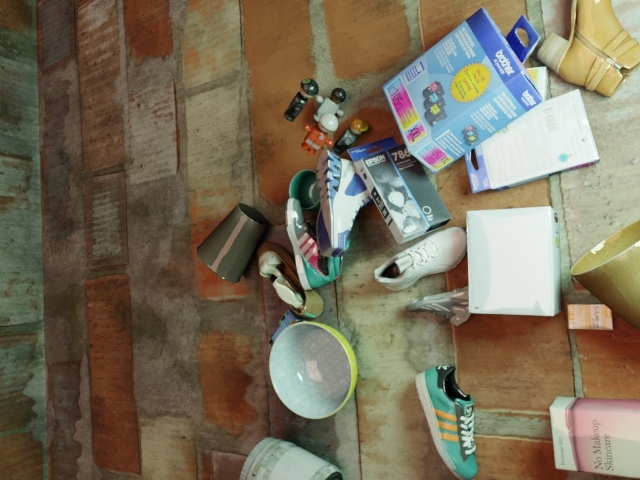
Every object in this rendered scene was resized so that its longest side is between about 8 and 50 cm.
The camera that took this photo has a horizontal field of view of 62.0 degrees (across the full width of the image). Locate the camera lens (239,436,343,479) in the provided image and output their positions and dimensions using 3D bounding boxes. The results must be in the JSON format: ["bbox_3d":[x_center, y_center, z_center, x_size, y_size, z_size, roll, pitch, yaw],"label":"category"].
[{"bbox_3d":[-0.084,0.756,1.638,0.274,0.219,0.219,15,96,32],"label":"camera lens"}]

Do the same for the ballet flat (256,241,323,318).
[{"bbox_3d":[-0.126,0.126,1.751,0.116,0.124,0.342,-49,64,20],"label":"ballet flat"}]

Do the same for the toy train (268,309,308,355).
[{"bbox_3d":[-0.106,0.317,1.761,0.184,0.080,0.105,-54,54,21],"label":"toy train"}]

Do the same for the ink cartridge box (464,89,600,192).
[{"bbox_3d":[0.535,-0.246,1.389,0.311,0.065,0.186,-16,79,28],"label":"ink cartridge box"}]

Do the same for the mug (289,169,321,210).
[{"bbox_3d":[-0.032,-0.158,1.721,0.157,0.097,0.129,-3,87,33],"label":"mug"}]

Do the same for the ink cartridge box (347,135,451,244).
[{"bbox_3d":[0.222,-0.165,1.528,0.333,0.165,0.065,62,162,18],"label":"ink cartridge box"}]

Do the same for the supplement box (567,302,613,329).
[{"bbox_3d":[0.660,0.186,1.304,0.098,0.036,0.062,-5,86,32],"label":"supplement box"}]

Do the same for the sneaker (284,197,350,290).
[{"bbox_3d":[0.000,0.000,1.645,0.178,0.124,0.296,-12,101,11],"label":"sneaker"}]

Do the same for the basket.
[{"bbox_3d":[-0.295,-0.003,1.854,0.204,0.154,0.227,45,107,25],"label":"basket"}]

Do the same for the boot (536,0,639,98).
[{"bbox_3d":[0.690,-0.504,1.274,0.220,0.109,0.283,44,112,27],"label":"boot"}]

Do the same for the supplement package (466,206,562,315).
[{"bbox_3d":[0.493,0.054,1.352,0.204,0.145,0.262,-2,87,32],"label":"supplement package"}]

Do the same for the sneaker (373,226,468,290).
[{"bbox_3d":[0.282,0.058,1.495,0.297,0.129,0.111,-36,68,24],"label":"sneaker"}]

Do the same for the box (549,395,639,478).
[{"bbox_3d":[0.668,0.452,1.233,0.232,0.127,0.149,-7,84,31],"label":"box"}]

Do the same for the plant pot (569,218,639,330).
[{"bbox_3d":[0.735,0.104,1.173,0.237,0.237,0.254,-40,84,24],"label":"plant pot"}]

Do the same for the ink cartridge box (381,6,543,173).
[{"bbox_3d":[0.387,-0.408,1.400,0.395,0.151,0.270,-33,54,26],"label":"ink cartridge box"}]

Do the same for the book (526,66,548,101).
[{"bbox_3d":[0.525,-0.404,1.421,0.144,0.035,0.096,6,92,34],"label":"book"}]

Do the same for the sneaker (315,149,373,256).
[{"bbox_3d":[0.090,-0.111,1.573,0.127,0.182,0.316,144,128,-66],"label":"sneaker"}]

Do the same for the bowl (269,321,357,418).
[{"bbox_3d":[0.003,0.384,1.636,0.289,0.156,0.289,0,89,30],"label":"bowl"}]

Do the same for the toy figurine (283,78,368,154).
[{"bbox_3d":[0.018,-0.378,1.632,0.148,0.209,0.213,-47,61,40],"label":"toy figurine"}]

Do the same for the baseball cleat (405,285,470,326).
[{"bbox_3d":[0.338,0.194,1.488,0.206,0.072,0.109,-20,84,34],"label":"baseball cleat"}]

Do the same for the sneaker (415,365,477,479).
[{"bbox_3d":[0.365,0.486,1.434,0.121,0.108,0.302,-32,70,32],"label":"sneaker"}]
